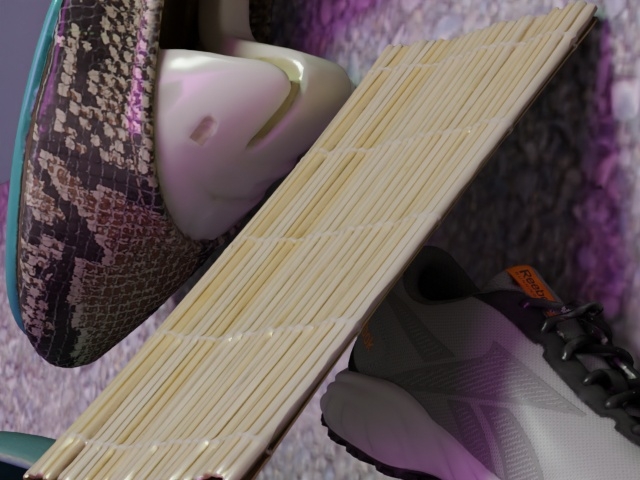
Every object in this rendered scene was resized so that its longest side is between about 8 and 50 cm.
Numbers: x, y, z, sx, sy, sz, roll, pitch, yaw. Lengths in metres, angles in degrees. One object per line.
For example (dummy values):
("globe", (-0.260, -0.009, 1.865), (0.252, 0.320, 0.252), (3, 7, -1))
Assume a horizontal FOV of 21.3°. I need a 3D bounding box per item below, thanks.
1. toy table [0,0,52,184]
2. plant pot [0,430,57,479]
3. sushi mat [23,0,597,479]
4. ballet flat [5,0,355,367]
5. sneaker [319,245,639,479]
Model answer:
("toy table", (-0.264, -0.176, 1.108), (0.161, 0.252, 0.274), (6, 81, 33))
("plant pot", (-0.162, 0.228, 0.916), (0.290, 0.195, 0.290), (1, 97, 9))
("sushi mat", (0.000, 0.000, 0.755), (0.151, 0.316, 0.019), (-9, 124, 47))
("ballet flat", (-0.055, -0.159, 0.921), (0.182, 0.164, 0.483), (8, 91, 24))
("sneaker", (0.102, 0.073, 0.731), (0.271, 0.100, 0.108), (22, 98, 49))
